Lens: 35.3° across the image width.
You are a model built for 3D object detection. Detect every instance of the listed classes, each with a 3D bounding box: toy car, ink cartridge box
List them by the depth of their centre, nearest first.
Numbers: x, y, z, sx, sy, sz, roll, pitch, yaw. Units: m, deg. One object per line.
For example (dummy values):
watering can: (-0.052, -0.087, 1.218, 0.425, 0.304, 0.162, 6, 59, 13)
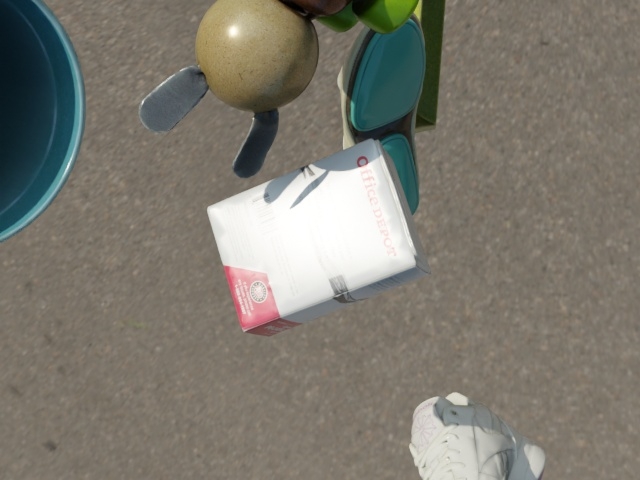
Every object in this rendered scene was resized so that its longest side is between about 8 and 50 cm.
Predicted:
toy car: (-0.048, -0.145, 0.724, 0.155, 0.149, 0.188, 26, 90, -27)
ink cartridge box: (0.000, 0.000, 0.801, 0.151, 0.063, 0.109, -21, 73, 14)

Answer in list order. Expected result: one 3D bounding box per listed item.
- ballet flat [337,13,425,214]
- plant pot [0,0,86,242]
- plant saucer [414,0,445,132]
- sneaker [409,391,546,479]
ballet flat: (0.048, -0.119, 0.939, 0.086, 0.086, 0.248, 8, 134, 11)
plant pot: (-0.415, -0.143, 0.997, 0.255, 0.272, 0.271, 18, 124, 46)
plant saucer: (0.105, -0.220, 1.149, 0.045, 0.188, 0.188, 5, 99, 13)
sneaker: (0.132, 0.246, 1.002, 0.152, 0.305, 0.114, 44, 110, 6)
